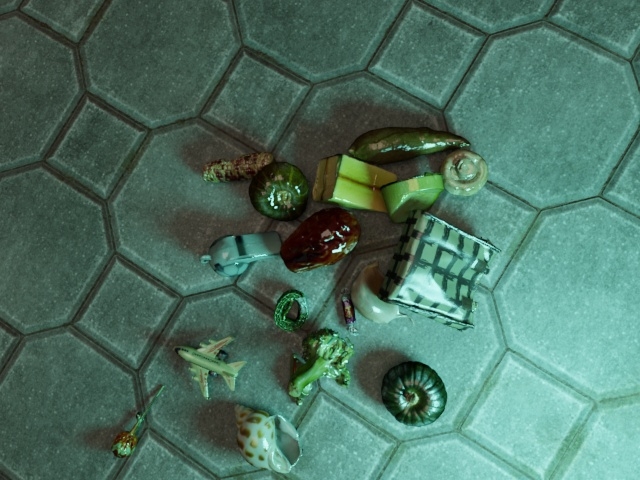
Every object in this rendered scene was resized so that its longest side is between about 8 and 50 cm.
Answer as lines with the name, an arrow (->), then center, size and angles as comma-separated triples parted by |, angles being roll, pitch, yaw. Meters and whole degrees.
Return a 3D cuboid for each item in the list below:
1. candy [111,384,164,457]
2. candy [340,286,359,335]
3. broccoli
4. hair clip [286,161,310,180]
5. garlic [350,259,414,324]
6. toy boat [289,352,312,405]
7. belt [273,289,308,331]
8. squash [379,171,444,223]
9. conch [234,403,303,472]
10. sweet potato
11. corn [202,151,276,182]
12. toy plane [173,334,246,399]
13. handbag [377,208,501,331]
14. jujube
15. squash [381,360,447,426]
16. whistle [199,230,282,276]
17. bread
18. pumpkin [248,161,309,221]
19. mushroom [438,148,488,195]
candy -> -0.660, 0.657, 1.627 | 0.078, 0.084, 0.288 | 31, 82, 12
candy -> 0.103, 0.252, 1.584 | 0.045, 0.043, 0.175 | -10, 80, 3
broccoli -> 0.005, 0.436, 1.481 | 0.198, 0.275, 0.177 | 45, 131, -15
hair clip -> -0.089, -0.251, 1.651 | 0.115, 0.039, 0.030 | 39, 96, 6
garlic -> 0.201, 0.223, 1.558 | 0.148, 0.128, 0.267 | -31, 93, 14
toy boat -> -0.072, 0.491, 1.569 | 0.089, 0.071, 0.185 | -2, 83, -36
belt -> -0.102, 0.246, 1.594 | 0.121, 0.079, 0.152 | 13, 98, -3
squash -> 0.318, -0.152, 1.503 | 0.220, 0.220, 0.134 | -14, 81, 5
conch -> -0.200, 0.672, 1.528 | 0.148, 0.182, 0.275 | -38, 78, 36
sweet potato -> 0.304, -0.339, 1.572 | 0.421, 0.130, 0.131 | -3, 85, 2
corn -> -0.306, -0.268, 1.651 | 0.289, 0.098, 0.098 | -5, 85, 8
toy plane -> -0.403, 0.434, 1.595 | 0.256, 0.104, 0.242 | 25, 91, 8
handbag -> 0.394, 0.101, 1.479 | 0.326, 0.162, 0.326 | 22, 90, -9
jujube -> 0.000, 0.000, 1.544 | 0.290, 0.197, 0.197 | -30, 82, 4
squash -> 0.307, 0.506, 1.472 | 0.218, 0.172, 0.218 | 10, 114, 23
whistle -> -0.295, 0.052, 1.611 | 0.289, 0.163, 0.164 | -7, 83, -30
bread -> 0.122, -0.193, 1.621 | 0.263, 0.163, 0.168 | 15, 84, -27
pumpkin -> -0.147, -0.180, 1.586 | 0.218, 0.162, 0.219 | -3, 118, -6
mushroom -> 0.493, -0.232, 1.537 | 0.166, 0.127, 0.167 | 0, 90, 11
